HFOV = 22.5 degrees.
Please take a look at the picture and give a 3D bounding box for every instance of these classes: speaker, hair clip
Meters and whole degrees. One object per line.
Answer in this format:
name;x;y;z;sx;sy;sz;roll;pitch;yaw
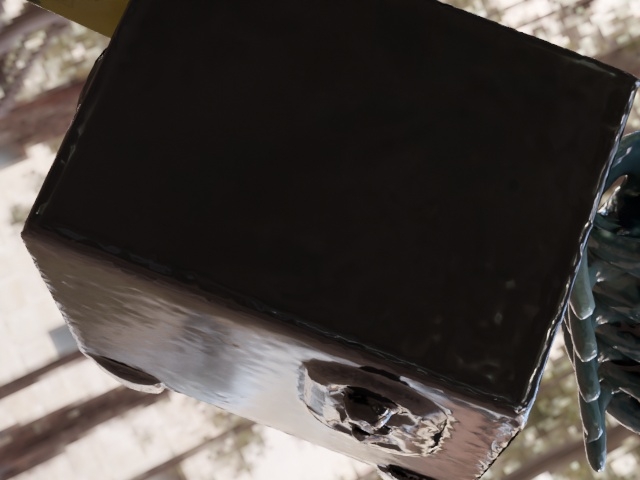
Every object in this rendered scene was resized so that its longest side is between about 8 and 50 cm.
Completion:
speaker;0.000;0.000;0.793;0.232;0.184;0.254;21;-17;4
hair clip;0.302;0.037;1.228;0.318;0.238;0.392;70;12;-54

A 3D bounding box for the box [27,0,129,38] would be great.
box;-0.181;-0.218;1.182;0.279;0.041;0.153;24;-30;6
